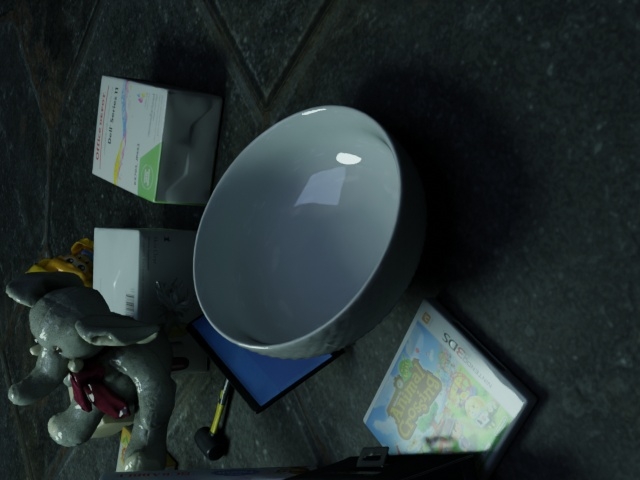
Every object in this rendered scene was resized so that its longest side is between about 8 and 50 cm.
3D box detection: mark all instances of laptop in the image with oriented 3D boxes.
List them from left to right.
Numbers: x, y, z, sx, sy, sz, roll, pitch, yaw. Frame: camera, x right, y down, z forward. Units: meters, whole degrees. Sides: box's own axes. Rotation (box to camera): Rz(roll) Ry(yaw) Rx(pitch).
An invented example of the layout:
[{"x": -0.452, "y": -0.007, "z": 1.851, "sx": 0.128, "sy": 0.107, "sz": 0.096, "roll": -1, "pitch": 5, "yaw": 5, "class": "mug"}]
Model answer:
[{"x": -0.062, "y": 0.071, "z": 1.166, "sx": 0.234, "sy": 0.137, "sz": 0.264, "roll": 39, "pitch": 119, "yaw": 44, "class": "laptop"}]

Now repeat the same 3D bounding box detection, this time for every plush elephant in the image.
[{"x": -0.353, "y": 0.178, "z": 1.216, "sx": 0.272, "sy": 0.255, "sz": 0.329, "roll": 17, "pitch": 80, "yaw": 42, "class": "plush elephant"}]

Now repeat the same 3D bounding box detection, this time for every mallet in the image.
[{"x": -0.179, "y": 0.288, "z": 1.397, "sx": 0.062, "sy": 0.039, "sz": 0.189, "roll": 22, "pitch": 102, "yaw": 52, "class": "mallet"}]

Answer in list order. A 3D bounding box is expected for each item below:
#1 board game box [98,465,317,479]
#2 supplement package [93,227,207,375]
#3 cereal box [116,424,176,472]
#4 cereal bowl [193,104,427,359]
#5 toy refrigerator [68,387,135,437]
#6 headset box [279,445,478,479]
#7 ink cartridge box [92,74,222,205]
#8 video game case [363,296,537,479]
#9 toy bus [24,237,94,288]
[{"x": -0.158, "y": 0.494, "z": 1.149, "sx": 0.066, "sy": 0.319, "sz": 0.317, "roll": 176, "pitch": 95, "yaw": -83, "class": "board game box"}, {"x": -0.317, "y": 0.108, "z": 1.479, "sx": 0.204, "sy": 0.145, "sz": 0.261, "roll": 3, "pitch": 93, "yaw": 52, "class": "supplement package"}, {"x": -0.364, "y": 0.519, "z": 1.610, "sx": 0.173, "sy": 0.047, "sz": 0.240, "roll": 27, "pitch": 111, "yaw": 49, "class": "cereal box"}, {"x": 0.000, "y": 0.000, "z": 1.045, "sx": 0.339, "sy": 0.141, "sz": 0.338, "roll": -19, "pitch": 56, "yaw": 32, "class": "cereal bowl"}, {"x": -0.484, "y": 0.283, "z": 1.728, "sx": 0.102, "sy": 0.094, "sz": 0.269, "roll": -34, "pitch": 63, "yaw": 33, "class": "toy refrigerator"}, {"x": 0.083, "y": 0.393, "z": 0.953, "sx": 0.246, "sy": 0.131, "sz": 0.282, "roll": -24, "pitch": 76, "yaw": 53, "class": "headset box"}, {"x": -0.337, "y": -0.202, "z": 1.530, "sx": 0.354, "sy": 0.119, "sz": 0.207, "roll": 21, "pitch": 106, "yaw": 50, "class": "ink cartridge box"}, {"x": 0.149, "y": 0.211, "z": 0.987, "sx": 0.193, "sy": 0.023, "sz": 0.212, "roll": 47, "pitch": 125, "yaw": 41, "class": "video game case"}, {"x": -0.478, "y": 0.072, "z": 1.630, "sx": 0.150, "sy": 0.211, "sz": 0.220, "roll": 31, "pitch": 156, "yaw": 8, "class": "toy bus"}]
